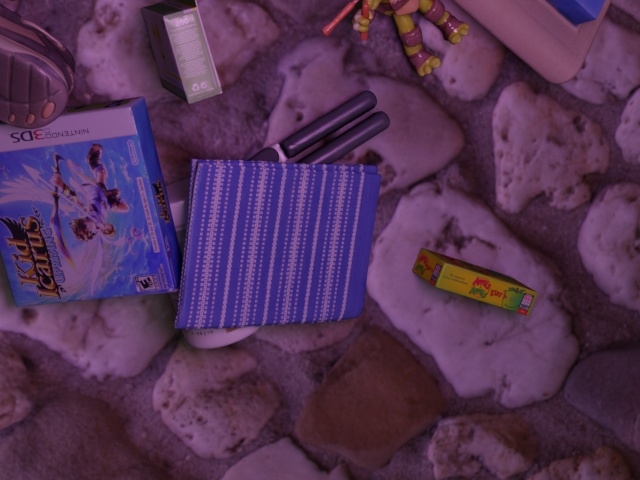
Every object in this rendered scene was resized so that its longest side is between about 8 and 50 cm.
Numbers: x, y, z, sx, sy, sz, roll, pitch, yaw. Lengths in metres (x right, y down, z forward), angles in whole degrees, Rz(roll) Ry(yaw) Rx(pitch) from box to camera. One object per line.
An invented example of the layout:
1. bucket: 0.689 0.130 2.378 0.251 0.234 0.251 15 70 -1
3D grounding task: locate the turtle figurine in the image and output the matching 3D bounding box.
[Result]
1. turtle figurine: 0.113 -0.348 1.716 0.217 0.087 0.269 48 68 -34

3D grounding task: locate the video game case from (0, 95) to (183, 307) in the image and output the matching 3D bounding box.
1. video game case: -0.333 -0.048 1.596 0.244 0.061 0.269 -6 110 15

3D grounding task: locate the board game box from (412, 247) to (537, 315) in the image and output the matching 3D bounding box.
1. board game box: 0.250 0.067 1.883 0.181 0.092 0.043 18 99 -23

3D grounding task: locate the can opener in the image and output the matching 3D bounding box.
1. can opener: -0.022 -0.129 1.722 0.283 0.095 0.076 -33 93 -9

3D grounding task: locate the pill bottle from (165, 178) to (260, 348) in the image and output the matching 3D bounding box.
1. pill bottle: -0.171 0.031 1.700 0.131 0.131 0.229 -23 111 -13

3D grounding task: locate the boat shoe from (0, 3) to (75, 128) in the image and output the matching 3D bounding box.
1. boat shoe: -0.481 -0.274 1.507 0.355 0.130 0.132 33 121 -11

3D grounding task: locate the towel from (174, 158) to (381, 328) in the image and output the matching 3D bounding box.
1. towel: -0.056 0.003 1.681 0.336 0.040 0.243 0 101 -38

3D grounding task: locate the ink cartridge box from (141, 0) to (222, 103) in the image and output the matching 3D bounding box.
1. ink cartridge box: -0.203 -0.314 1.569 0.056 0.171 0.235 -20 110 -13

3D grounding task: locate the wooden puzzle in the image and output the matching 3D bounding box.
1. wooden puzzle: 0.345 -0.461 1.736 0.322 0.080 0.347 35 76 -25
